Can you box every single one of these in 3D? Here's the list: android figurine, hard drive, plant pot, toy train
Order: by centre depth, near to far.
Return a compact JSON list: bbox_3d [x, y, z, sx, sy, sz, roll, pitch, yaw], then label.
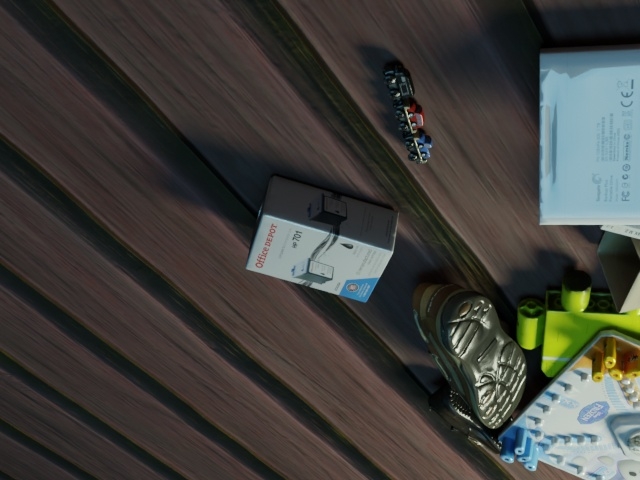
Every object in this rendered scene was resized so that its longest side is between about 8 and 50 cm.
[{"bbox_3d":[0.411,-0.118,1.001,0.318,0.040,0.210,0,115,14],"label":"hard drive"},{"bbox_3d":[0.112,-0.156,1.106,0.036,0.027,0.158,-12,136,12],"label":"toy train"},{"bbox_3d":[0.443,0.022,1.182,0.096,0.109,0.109,-2,141,-3],"label":"plant pot"},{"bbox_3d":[0.429,0.146,1.370,0.248,0.056,0.273,1,140,13],"label":"android figurine"}]

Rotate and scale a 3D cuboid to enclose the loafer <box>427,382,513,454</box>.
[{"bbox_3d":[0.279,0.325,1.623,0.220,0.080,0.078,42,142,-25],"label":"loafer"}]

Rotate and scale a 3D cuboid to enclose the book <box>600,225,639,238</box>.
[{"bbox_3d":[0.423,-0.040,1.111,0.144,0.096,0.035,15,145,-3],"label":"book"}]

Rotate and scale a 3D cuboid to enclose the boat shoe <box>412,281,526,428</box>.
[{"bbox_3d":[0.237,0.174,1.420,0.120,0.122,0.324,29,155,45],"label":"boat shoe"}]

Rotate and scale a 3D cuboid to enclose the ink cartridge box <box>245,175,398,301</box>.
[{"bbox_3d":[0.000,0.000,1.282,0.190,0.082,0.140,15,141,-6],"label":"ink cartridge box"}]

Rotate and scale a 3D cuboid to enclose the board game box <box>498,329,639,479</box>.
[{"bbox_3d":[0.540,0.333,1.440,0.390,0.050,0.390,23,139,-1],"label":"board game box"}]
